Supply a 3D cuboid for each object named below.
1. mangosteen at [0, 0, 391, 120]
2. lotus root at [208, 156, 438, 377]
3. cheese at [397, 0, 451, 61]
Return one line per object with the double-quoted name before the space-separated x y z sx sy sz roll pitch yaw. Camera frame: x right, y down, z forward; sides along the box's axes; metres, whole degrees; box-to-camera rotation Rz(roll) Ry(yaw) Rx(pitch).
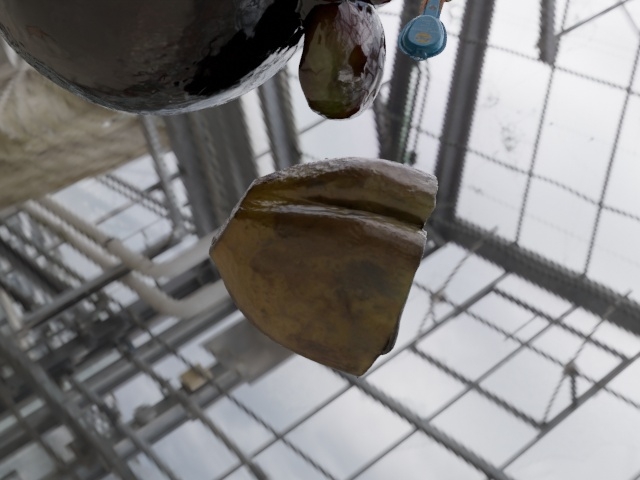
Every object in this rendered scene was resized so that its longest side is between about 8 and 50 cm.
"mangosteen" -0.089 -0.284 0.966 0.435 0.382 0.382 16 -28 -9
"lotus root" 0.000 0.000 1.034 0.180 0.199 0.188 26 6 -5
"cheese" 0.104 -0.212 1.095 0.047 0.111 0.017 13 -36 7
